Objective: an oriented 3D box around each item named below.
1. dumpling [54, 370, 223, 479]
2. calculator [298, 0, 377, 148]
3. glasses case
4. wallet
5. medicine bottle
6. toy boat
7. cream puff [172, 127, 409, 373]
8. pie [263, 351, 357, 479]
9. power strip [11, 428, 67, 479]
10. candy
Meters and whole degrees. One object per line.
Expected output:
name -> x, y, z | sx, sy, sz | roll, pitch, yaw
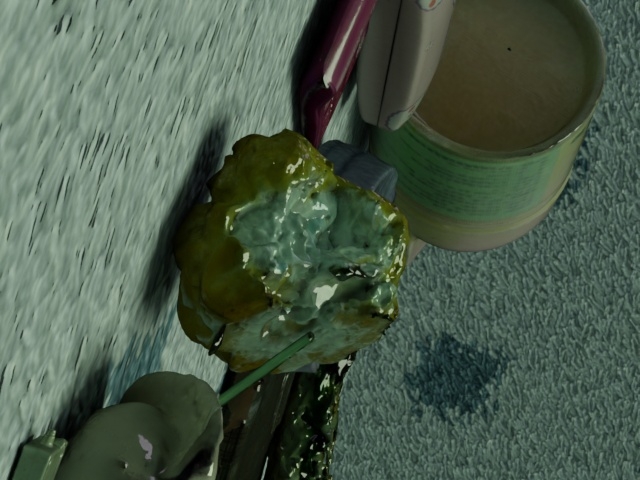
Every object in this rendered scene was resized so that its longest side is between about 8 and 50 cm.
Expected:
dumpling -> -0.115, 0.156, 0.849 | 0.150, 0.092, 0.176 | -114, -141, -76
calculator -> 0.014, -0.148, 1.198 | 0.190, 0.034, 0.126 | 111, 1, -76
glasses case -> 0.080, -0.203, 1.386 | 0.297, 0.075, 0.113 | 100, 10, -66
wallet -> -0.072, 0.171, 1.483 | 0.169, 0.044, 0.317 | -46, 155, -66
medicine bottle -> 0.172, -0.117, 1.745 | 0.406, 0.236, 0.235 | 91, 21, -69
toy boat -> 0.000, 0.000, 1.331 | 0.283, 0.078, 0.127 | -60, 159, -53
cream puff -> -0.022, 0.006, 0.948 | 0.121, 0.156, 0.156 | -20, -140, 55
pie -> -0.001, 0.153, 1.665 | 0.296, 0.078, 0.371 | -106, -150, -80
power strip -> -0.147, 0.131, 0.764 | 0.027, 0.017, 0.083 | -35, 146, -81
candy -> -0.068, 0.101, 0.929 | 0.185, 0.049, 0.055 | -38, -166, 32
